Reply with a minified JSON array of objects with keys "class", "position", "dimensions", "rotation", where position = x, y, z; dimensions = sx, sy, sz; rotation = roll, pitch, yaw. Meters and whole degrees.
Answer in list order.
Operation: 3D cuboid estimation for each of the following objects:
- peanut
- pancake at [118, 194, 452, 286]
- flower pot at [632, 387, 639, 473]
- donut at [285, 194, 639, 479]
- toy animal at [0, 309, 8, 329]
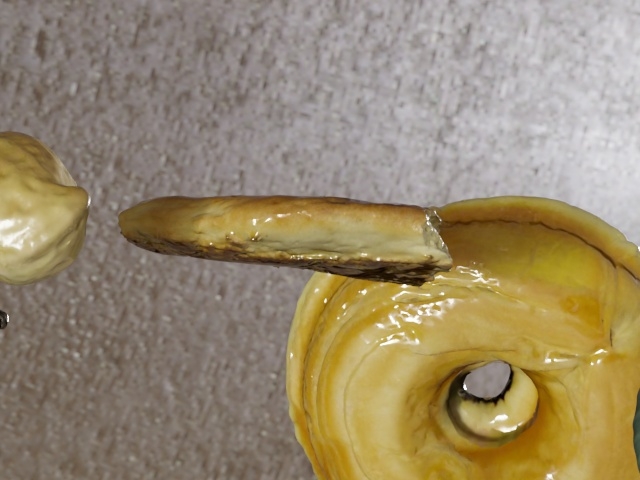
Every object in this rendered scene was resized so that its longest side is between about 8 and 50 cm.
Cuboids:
[{"class":"peanut","position":[-0.249,-0.030,0.919],"dimensions":[0.101,0.263,0.117],"rotation":[39,70,-45]},{"class":"pancake","position":[0.000,0.000,1.036],"dimensions":[0.244,0.266,0.057],"rotation":[13,83,-58]},{"class":"flower pot","position":[0.347,0.127,0.988],"dimensions":[0.243,0.189,0.157],"rotation":[-53,137,-22]},{"class":"donut","position":[0.179,0.159,1.381],"dimensions":[0.198,0.449,0.448],"rotation":[-66,165,-71]},{"class":"toy animal","position":[-0.406,0.061,1.279],"dimensions":[0.121,0.117,0.210],"rotation":[-30,146,-2]}]
